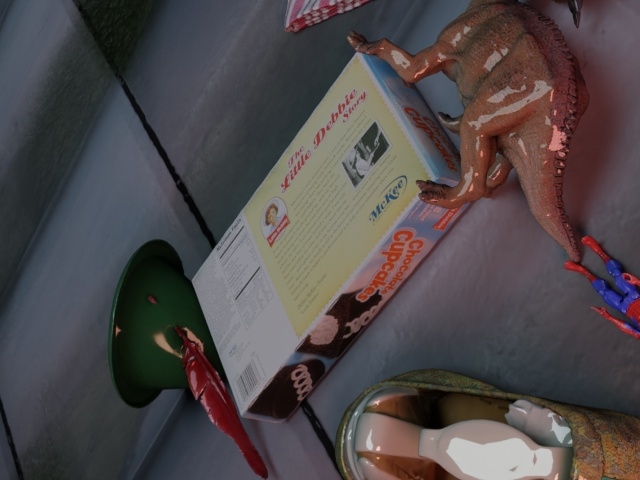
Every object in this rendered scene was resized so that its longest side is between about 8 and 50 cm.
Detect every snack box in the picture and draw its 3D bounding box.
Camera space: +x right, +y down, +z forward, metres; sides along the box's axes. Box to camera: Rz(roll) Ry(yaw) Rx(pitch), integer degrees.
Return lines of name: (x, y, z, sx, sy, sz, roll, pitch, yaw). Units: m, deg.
snack box: (0.000, 0.000, 1.045, 0.322, 0.060, 0.187, -52, 44, 28)

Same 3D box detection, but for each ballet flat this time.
ballet flat: (0.096, 0.157, 0.828, 0.348, 0.123, 0.123, -2, 77, 52)

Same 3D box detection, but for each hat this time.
hat: (-0.104, 0.111, 1.150, 0.183, 0.173, 0.208, 6, 98, 19)

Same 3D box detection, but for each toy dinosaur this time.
toy dinosaur: (0.155, -0.137, 0.850, 0.200, 0.127, 0.295, -38, 57, 30)

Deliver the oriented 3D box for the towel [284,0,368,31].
towel: (0.025, -0.309, 1.140, 0.197, 0.029, 0.144, -11, 69, 50)

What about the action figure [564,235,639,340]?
action figure: (0.218, 0.042, 0.782, 0.038, 0.030, 0.115, -56, 43, 17)
